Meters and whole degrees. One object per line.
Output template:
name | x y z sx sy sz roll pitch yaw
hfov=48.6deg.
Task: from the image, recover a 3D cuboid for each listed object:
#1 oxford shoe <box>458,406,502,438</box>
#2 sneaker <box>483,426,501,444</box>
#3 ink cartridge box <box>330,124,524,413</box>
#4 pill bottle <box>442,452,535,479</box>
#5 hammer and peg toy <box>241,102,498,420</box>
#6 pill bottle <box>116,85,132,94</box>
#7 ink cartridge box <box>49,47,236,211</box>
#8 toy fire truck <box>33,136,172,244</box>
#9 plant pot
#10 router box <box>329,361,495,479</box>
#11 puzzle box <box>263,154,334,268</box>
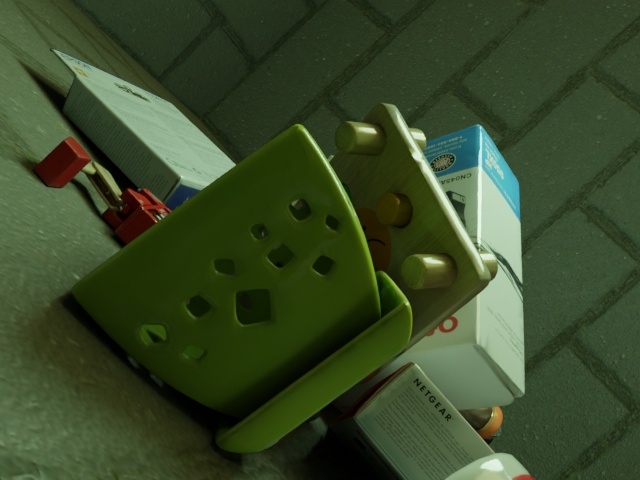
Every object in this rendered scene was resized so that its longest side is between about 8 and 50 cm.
oxford shoe | 0.295 0.307 1.499 0.098 0.097 0.271 40 4 -16
sneaker | 0.244 0.398 1.614 0.319 0.131 0.112 29 34 -6
ink cartridge box | 0.147 0.050 1.090 0.166 0.285 0.395 45 41 -39
pill bottle | 0.167 0.319 0.466 0.318 0.176 0.176 49 3 31
hammer and peg toy | 0.038 0.045 0.887 0.127 0.361 0.266 -2 56 -39
pill bottle | -0.363 -0.234 1.301 0.067 0.067 0.120 45 3 -39
ink cartridge box | -0.256 -0.151 1.169 0.330 0.071 0.324 42 11 21
toy fire truck | -0.238 -0.051 0.822 0.135 0.047 0.192 46 2 -3
plant pot | -0.050 0.043 0.653 0.207 0.228 0.227 53 2 -5
router box | 0.157 0.300 0.782 0.335 0.082 0.301 48 -13 9
puzzle box | 0.000 0.000 1.444 0.052 0.272 0.409 40 0 18
